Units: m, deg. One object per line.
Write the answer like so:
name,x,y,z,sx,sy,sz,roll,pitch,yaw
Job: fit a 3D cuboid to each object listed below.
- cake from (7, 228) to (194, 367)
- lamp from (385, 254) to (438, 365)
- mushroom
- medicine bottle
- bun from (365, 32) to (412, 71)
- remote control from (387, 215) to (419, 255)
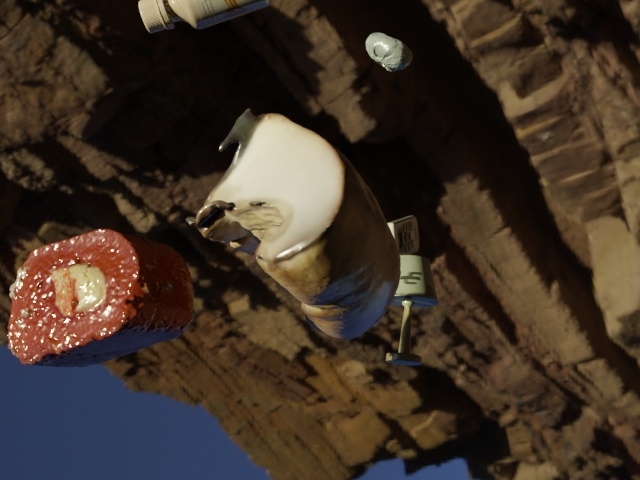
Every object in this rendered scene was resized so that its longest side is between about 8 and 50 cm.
cake,-0.330,0.082,1.298,0.151,0.283,0.177,14,-120,-57
lamp,0.176,0.140,1.776,0.121,0.121,0.214,22,-113,-45
mushroom,0.034,0.020,1.316,0.224,0.314,0.397,-53,-50,-10
medicine bottle,-0.227,-0.475,1.718,0.114,0.252,0.114,-18,-90,-86
bun,0.109,-0.302,1.418,0.083,0.083,0.045,30,-91,-42
remote control,0.187,-0.007,1.997,0.190,0.029,0.087,-16,-78,-67
